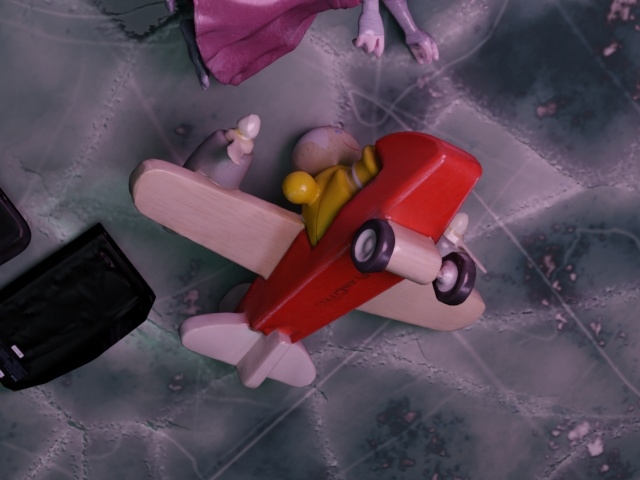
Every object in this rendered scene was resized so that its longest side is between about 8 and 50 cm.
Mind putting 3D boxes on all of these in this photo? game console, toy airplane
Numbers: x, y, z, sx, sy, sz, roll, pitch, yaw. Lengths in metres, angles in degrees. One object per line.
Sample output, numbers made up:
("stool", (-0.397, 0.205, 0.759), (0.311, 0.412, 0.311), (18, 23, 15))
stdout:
("game console", (-0.372, 0.004, 2.037), (0.213, 0.044, 0.361), (-34, 112, 3))
("toy airplane", (0.000, 0.000, 2.000), (0.384, 0.272, 0.386), (-6, 148, 5))

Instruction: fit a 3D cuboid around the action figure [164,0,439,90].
("action figure", (0.009, -0.310, 1.924), (0.370, 0.248, 0.276), (-21, 85, 1))
